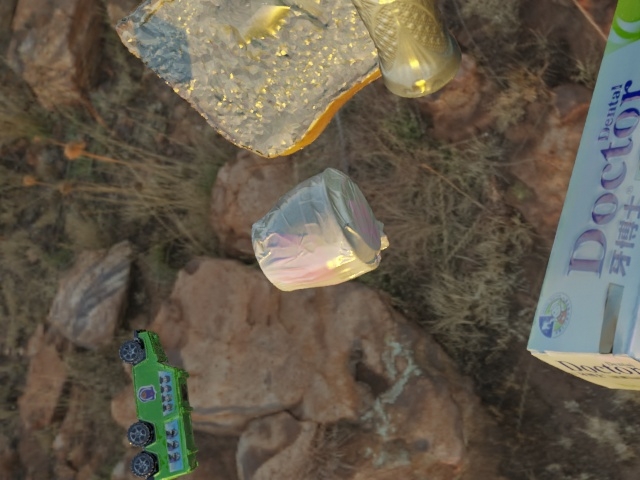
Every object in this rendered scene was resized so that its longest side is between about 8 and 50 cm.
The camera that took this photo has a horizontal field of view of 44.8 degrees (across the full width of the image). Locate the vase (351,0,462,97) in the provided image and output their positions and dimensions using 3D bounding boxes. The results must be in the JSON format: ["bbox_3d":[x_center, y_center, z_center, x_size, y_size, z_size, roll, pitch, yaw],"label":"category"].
[{"bbox_3d":[0.054,-0.217,0.635,0.096,0.219,0.096,-14,50,17],"label":"vase"}]

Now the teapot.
[{"bbox_3d":[-0.007,-0.012,1.191,0.178,0.221,0.163,-24,97,20],"label":"teapot"}]

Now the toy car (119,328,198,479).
[{"bbox_3d":[-0.171,0.175,0.826,0.062,0.071,0.165,-9,78,-2],"label":"toy car"}]

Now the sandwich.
[{"bbox_3d":[-0.060,-0.249,0.887,0.271,0.099,0.301,43,131,-10],"label":"sandwich"}]

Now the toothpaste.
[{"bbox_3d":[0.204,-0.085,0.431,0.081,0.067,0.337,-19,50,69],"label":"toothpaste"}]
